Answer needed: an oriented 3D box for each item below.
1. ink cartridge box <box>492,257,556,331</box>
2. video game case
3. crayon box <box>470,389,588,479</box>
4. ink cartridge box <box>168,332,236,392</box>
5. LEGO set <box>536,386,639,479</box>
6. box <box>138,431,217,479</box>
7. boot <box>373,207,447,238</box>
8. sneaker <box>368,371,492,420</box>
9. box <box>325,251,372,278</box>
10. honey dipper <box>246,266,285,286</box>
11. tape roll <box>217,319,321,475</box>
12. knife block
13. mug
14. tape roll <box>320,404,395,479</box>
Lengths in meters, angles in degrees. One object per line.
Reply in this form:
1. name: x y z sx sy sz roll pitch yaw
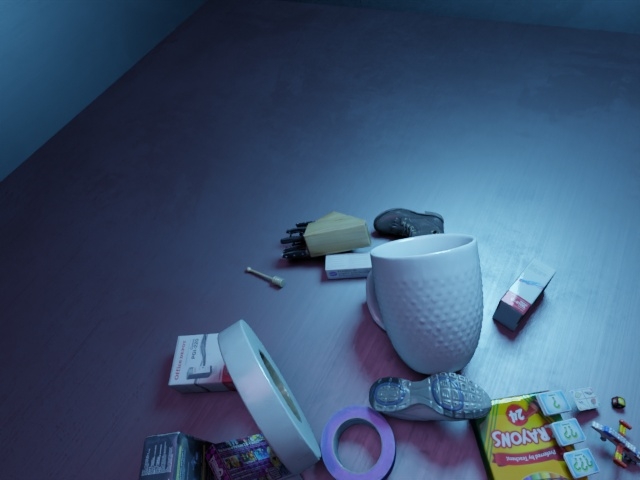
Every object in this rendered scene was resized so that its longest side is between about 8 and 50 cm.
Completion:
1. ink cartridge box: 0.580 0.154 1.182 0.072 0.127 0.175 36 70 29
2. video game case: -0.143 0.576 1.002 0.042 0.232 0.210 -50 57 10
3. crayon box: 0.496 0.535 0.969 0.202 0.081 0.318 -12 55 4
4. ink cartridge box: -0.334 0.373 1.266 0.218 0.092 0.158 -7 55 10
5. LEGO set: 0.652 0.433 0.967 0.244 0.060 0.182 0 55 -19
6. box: -0.289 0.664 0.915 0.097 0.318 0.395 -12 55 8
7. boot: 0.299 -0.021 1.334 0.263 0.091 0.229 -1 27 10
8. sneaker: 0.280 0.408 1.058 0.297 0.129 0.111 -5 51 24
9. box: 0.179 0.077 1.367 0.324 0.063 0.067 -5 53 10
10. honey dipper: -0.195 0.123 1.446 0.160 0.030 0.030 19 62 28
11. tape roll: -0.127 0.380 1.032 0.072 0.392 0.392 -31 55 -10
12. knife block: 0.000 0.000 1.393 0.242 0.088 0.275 -32 29 -23
13. mug: 0.264 0.169 1.145 0.276 0.328 0.374 -16 9 -36
14. tape roll: 0.099 0.531 1.064 0.189 0.080 0.189 -6 54 9
